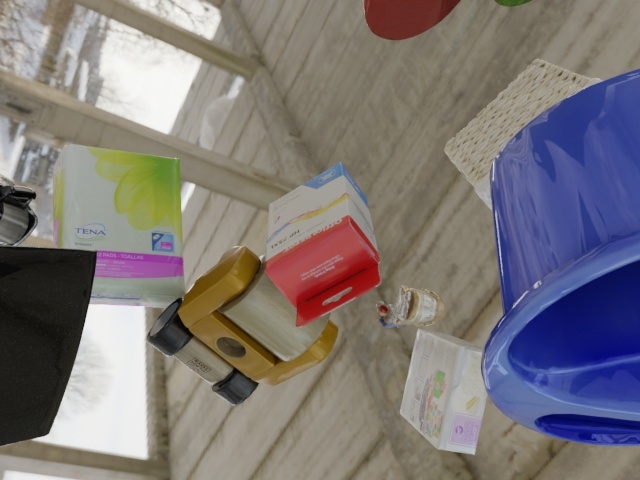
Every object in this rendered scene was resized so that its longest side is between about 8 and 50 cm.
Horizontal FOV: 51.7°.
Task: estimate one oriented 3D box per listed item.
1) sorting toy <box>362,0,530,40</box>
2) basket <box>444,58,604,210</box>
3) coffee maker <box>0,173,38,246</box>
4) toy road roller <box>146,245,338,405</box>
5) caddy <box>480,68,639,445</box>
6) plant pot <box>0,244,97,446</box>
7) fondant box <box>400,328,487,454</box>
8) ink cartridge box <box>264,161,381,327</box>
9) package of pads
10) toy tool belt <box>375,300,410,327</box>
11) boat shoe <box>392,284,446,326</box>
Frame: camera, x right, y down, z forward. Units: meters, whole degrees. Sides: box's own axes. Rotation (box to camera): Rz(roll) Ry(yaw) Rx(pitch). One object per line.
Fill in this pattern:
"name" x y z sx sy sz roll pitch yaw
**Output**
"sorting toy" 0.173 -0.320 0.668 0.126 0.365 0.127 58 -22 24
"basket" 0.517 -0.170 1.477 0.328 0.331 0.266 -44 -153 13
"coffee maker" -0.545 -0.068 1.003 0.120 0.171 0.178 -62 174 -10
"toy road roller" -0.117 0.104 1.124 0.329 0.202 0.240 -32 -157 41
"caddy" 0.260 0.023 0.383 0.341 0.241 0.179 -16 -134 17
"plant pot" -0.323 0.093 0.570 0.188 0.187 0.167 -7 -96 32
"fondant box" 0.305 0.360 1.637 0.330 0.096 0.238 174 -72 -83
"ink cartridge box" 0.000 0.000 0.907 0.134 0.078 0.231 -30 -152 15
"package of pads" -0.378 -0.026 1.230 0.101 0.229 0.296 -40 -130 52
"toy tool belt" 0.132 0.146 1.237 0.051 0.083 0.052 -61 -139 30
"boat shoe" 0.144 0.100 0.970 0.170 0.059 0.063 163 -60 -88
